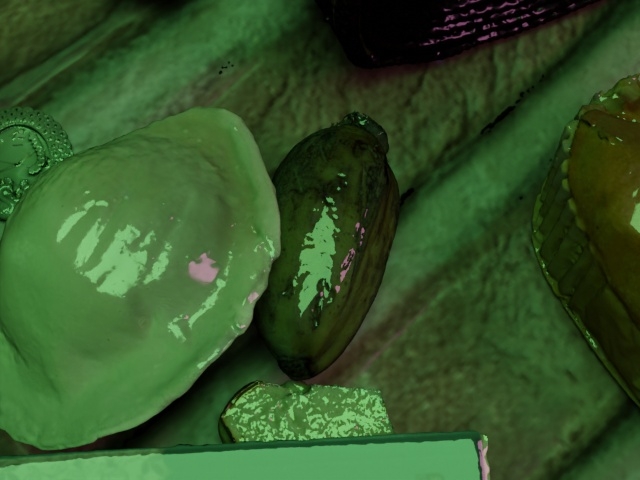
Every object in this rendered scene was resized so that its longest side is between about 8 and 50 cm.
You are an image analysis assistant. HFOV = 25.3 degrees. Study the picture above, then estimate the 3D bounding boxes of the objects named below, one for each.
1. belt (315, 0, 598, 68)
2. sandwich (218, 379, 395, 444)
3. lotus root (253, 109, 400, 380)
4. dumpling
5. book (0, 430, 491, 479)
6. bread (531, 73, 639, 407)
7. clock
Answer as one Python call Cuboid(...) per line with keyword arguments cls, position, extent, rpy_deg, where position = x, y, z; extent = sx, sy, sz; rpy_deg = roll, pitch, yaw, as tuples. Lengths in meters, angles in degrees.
Cuboid(cls="belt", position=(0.113, -0.236, 0.942), extent=(0.289, 0.184, 0.164), rpy_deg=(-20, 66, -15))
Cuboid(cls="sandwich", position=(-0.007, 0.119, 0.875), extent=(0.105, 0.036, 0.093), rpy_deg=(38, 73, 13))
Cuboid(cls="lotus root", position=(0.000, 0.000, 0.894), extent=(0.080, 0.089, 0.179), rpy_deg=(6, 65, 27))
Cuboid(cls="dumpling", position=(-0.107, 0.023, 0.852), extent=(0.216, 0.126, 0.166), rpy_deg=(-35, 55, -25))
Cuboid(cls="book", position=(-0.084, 0.247, 0.805), extent=(0.379, 0.031, 0.264), rpy_deg=(-3, 81, -3))
Cuboid(cls="bread", position=(0.250, 0.009, 0.879), extent=(0.179, 0.133, 0.250), rpy_deg=(-29, 72, -9))
Cuboid(cls="clock", position=(-0.201, -0.052, 0.947), extent=(0.074, 0.010, 0.083), rpy_deg=(-4, 68, -3))
